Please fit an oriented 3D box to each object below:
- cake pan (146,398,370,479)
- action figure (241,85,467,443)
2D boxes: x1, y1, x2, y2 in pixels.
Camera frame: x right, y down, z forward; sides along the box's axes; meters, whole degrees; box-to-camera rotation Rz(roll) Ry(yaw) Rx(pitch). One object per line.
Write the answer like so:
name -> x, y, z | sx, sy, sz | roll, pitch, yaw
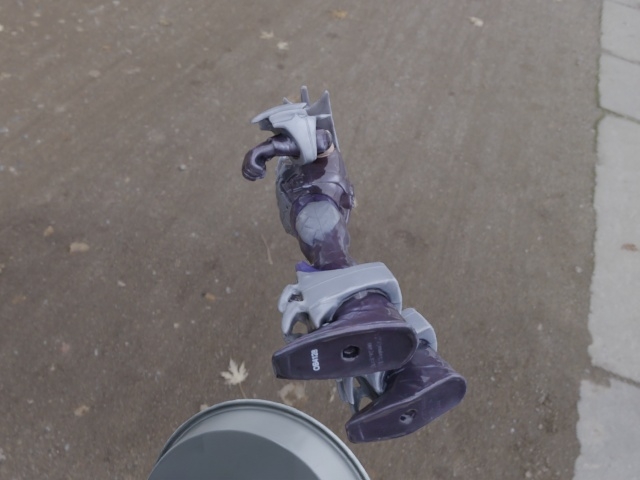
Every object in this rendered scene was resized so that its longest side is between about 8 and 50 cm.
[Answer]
cake pan -> -0.075, 0.319, 0.651 | 0.293, 0.293, 0.054 | 30, 9, 18
action figure -> 0.000, 0.000, 0.451 | 0.099, 0.185, 0.285 | -21, 36, -1
